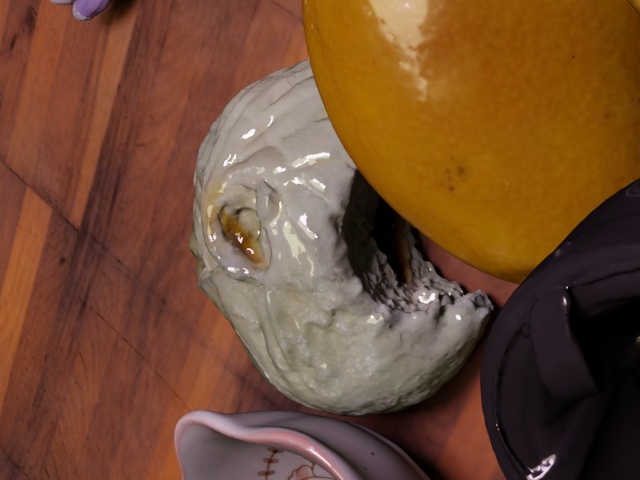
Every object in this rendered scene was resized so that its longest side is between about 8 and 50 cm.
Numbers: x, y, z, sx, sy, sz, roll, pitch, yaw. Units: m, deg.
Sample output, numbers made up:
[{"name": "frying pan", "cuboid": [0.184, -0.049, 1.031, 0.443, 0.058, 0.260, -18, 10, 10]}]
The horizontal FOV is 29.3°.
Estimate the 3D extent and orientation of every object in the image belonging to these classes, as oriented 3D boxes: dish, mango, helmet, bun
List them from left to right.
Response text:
[{"name": "bun", "cuboid": [0.000, 0.000, 0.708, 0.212, 0.126, 0.204, 56, 131, 17]}, {"name": "dish", "cuboid": [0.017, 0.168, 0.736, 0.229, 0.081, 0.229, 30, 144, 25]}, {"name": "mango", "cuboid": [0.082, -0.095, 0.590, 0.175, 0.139, 0.255, -9, 98, 12]}, {"name": "helmet", "cuboid": [0.203, 0.071, 0.515, 0.230, 0.160, 0.279, 8, 135, 37]}]

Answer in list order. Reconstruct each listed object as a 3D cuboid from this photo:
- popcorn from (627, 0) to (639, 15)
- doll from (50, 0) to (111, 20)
[{"name": "popcorn", "cuboid": [0.191, -0.145, 0.439, 0.181, 0.217, 0.235, -14, 123, 27]}, {"name": "doll", "cuboid": [-0.127, -0.221, 0.810, 0.227, 0.075, 0.102, -21, 76, 54]}]
